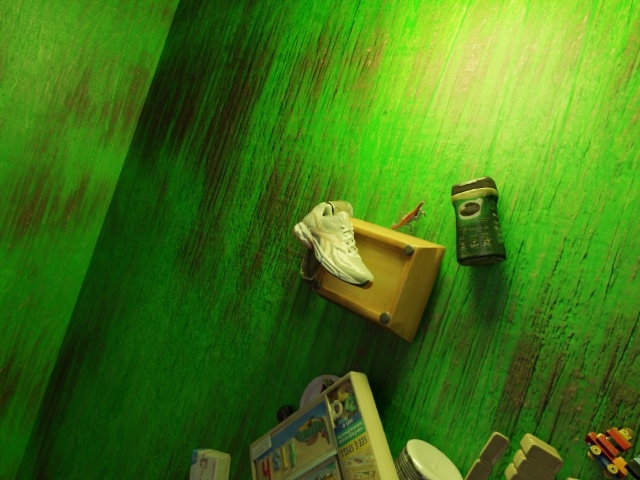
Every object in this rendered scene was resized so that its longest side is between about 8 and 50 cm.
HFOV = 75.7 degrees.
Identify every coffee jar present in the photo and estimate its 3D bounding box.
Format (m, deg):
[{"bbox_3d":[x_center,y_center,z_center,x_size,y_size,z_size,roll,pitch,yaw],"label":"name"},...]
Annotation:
[{"bbox_3d":[0.333,-0.041,0.877,0.096,0.079,0.185,-12,71,39],"label":"coffee jar"}]

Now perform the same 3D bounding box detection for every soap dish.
[{"bbox_3d":[0.124,0.077,0.986,0.290,0.118,0.229,21,91,41],"label":"soap dish"}]

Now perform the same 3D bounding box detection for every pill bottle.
[{"bbox_3d":[0.165,0.535,0.816,0.130,0.130,0.246,37,102,39],"label":"pill bottle"}]

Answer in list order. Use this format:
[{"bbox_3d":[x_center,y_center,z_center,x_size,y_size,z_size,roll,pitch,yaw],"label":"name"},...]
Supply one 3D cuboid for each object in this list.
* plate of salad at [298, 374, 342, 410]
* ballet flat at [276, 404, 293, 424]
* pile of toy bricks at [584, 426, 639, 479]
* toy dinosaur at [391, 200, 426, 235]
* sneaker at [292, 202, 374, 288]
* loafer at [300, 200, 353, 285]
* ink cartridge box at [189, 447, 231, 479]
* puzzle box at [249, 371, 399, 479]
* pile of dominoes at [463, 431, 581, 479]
[{"bbox_3d":[0.016,0.436,1.017,0.199,0.048,0.200,-12,70,36],"label":"plate of salad"},{"bbox_3d":[-0.076,0.520,1.076,0.057,0.049,0.173,-21,72,34],"label":"ballet flat"},{"bbox_3d":[0.520,0.364,0.612,0.105,0.118,0.212,-27,46,-7],"label":"pile of toy bricks"},{"bbox_3d":[0.208,-0.056,0.992,0.082,0.090,0.047,-21,43,-2],"label":"toy dinosaur"},{"bbox_3d":[0.042,0.001,0.937,0.121,0.099,0.262,-53,52,9],"label":"sneaker"},{"bbox_3d":[0.000,0.000,1.126,0.094,0.087,0.251,23,92,40],"label":"loafer"},{"bbox_3d":[-0.328,0.675,1.222,0.122,0.052,0.089,-9,72,35],"label":"ink cartridge box"},{"bbox_3d":[-0.014,0.511,0.905,0.409,0.052,0.272,-46,41,27],"label":"puzzle box"},{"bbox_3d":[0.341,0.472,0.728,0.196,0.040,0.251,29,98,10],"label":"pile of dominoes"}]
